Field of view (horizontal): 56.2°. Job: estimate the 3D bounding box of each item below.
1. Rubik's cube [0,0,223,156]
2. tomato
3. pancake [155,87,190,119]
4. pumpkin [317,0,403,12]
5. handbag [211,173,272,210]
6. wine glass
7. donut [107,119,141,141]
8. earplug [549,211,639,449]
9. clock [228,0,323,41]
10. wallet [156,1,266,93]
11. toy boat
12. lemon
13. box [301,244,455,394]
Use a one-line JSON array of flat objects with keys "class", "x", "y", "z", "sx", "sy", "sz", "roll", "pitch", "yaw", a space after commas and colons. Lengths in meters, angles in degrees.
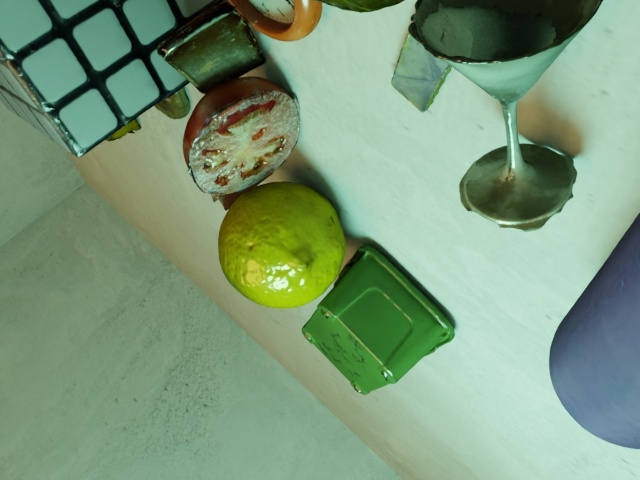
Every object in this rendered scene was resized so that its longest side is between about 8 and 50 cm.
[{"class": "Rubik's cube", "x": -0.392, "y": -0.389, "z": 0.922, "sx": 0.344, "sy": 0.337, "sz": 0.344, "roll": 31, "pitch": 155, "yaw": 42}, {"class": "tomato", "x": -0.141, "y": -0.180, "z": 1.008, "sx": 0.085, "sy": 0.224, "sz": 0.225, "roll": 48, "pitch": 163, "yaw": 26}, {"class": "pancake", "x": -0.391, "y": -0.376, "z": 1.374, "sx": 0.242, "sy": 0.050, "sz": 0.242, "roll": 40, "pitch": 159, "yaw": 19}, {"class": "pumpkin", "x": 0.015, "y": -0.294, "z": 0.497, "sx": 0.219, "sy": 0.162, "sz": 0.219, "roll": 40, "pitch": 154, "yaw": 24}, {"class": "handbag", "x": -0.170, "y": -0.169, "z": 1.148, "sx": 0.059, "sy": 0.157, "sz": 0.213, "roll": 38, "pitch": 159, "yaw": 24}, {"class": "wine glass", "x": 0.175, "y": -0.123, "z": 0.550, "sx": 0.156, "sy": 0.156, "sz": 0.232, "roll": 32, "pitch": 160, "yaw": 37}, {"class": "donut", "x": -0.657, "y": -0.412, "z": 1.786, "sx": 0.272, "sy": 0.107, "sz": 0.272, "roll": 39, "pitch": 157, "yaw": 20}, {"class": "earplug", "x": 0.329, "y": 0.075, "z": 0.525, "sx": 0.215, "sy": 0.215, "sz": 0.456, "roll": 40, "pitch": 163, "yaw": 19}, {"class": "clock", "x": -0.076, "y": -0.348, "z": 0.761, "sx": 0.205, "sy": 0.051, "sz": 0.205, "roll": 40, "pitch": 162, "yaw": 16}, {"class": "wallet", "x": -0.151, "y": -0.272, "z": 0.866, "sx": 0.031, "sy": 0.121, "sz": 0.232, "roll": 59, "pitch": -177, "yaw": 2}, {"class": "toy boat", "x": 0.118, "y": -0.200, "z": 0.696, "sx": 0.063, "sy": 0.016, "sz": 0.115, "roll": 44, "pitch": 161, "yaw": 8}, {"class": "lemon", "x": -0.075, "y": 0.008, "z": 1.155, "sx": 0.267, "sy": 0.267, "sz": 0.267, "roll": 40, "pitch": 160, "yaw": 18}, {"class": "box", "x": 0.100, "y": 0.184, "z": 1.242, "sx": 0.252, "sy": 0.178, "sz": 0.329, "roll": 43, "pitch": 161, "yaw": 7}]
